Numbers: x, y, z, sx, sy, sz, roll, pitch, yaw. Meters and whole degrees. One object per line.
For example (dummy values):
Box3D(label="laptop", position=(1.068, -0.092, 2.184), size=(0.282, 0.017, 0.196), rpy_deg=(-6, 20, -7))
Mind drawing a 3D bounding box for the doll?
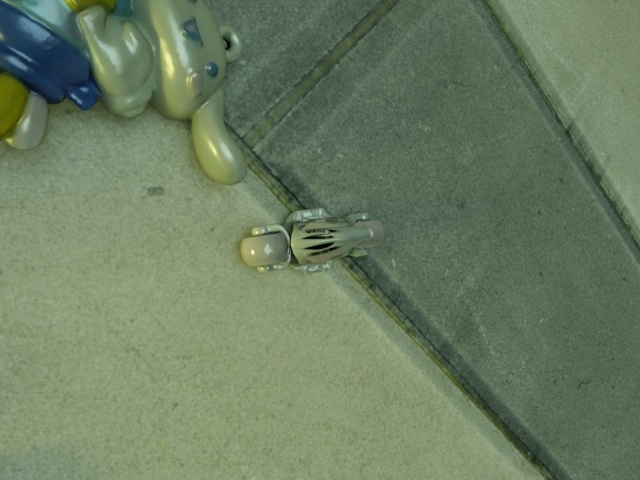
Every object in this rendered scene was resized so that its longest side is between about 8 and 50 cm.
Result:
Box3D(label="doll", position=(-0.257, -0.261, 0.571), size=(0.366, 0.187, 0.376), rpy_deg=(-8, 73, -36))

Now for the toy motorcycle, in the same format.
Box3D(label="toy motorcycle", position=(0.000, 0.000, 0.742), size=(0.254, 0.112, 0.112), rpy_deg=(-9, 92, -27))
